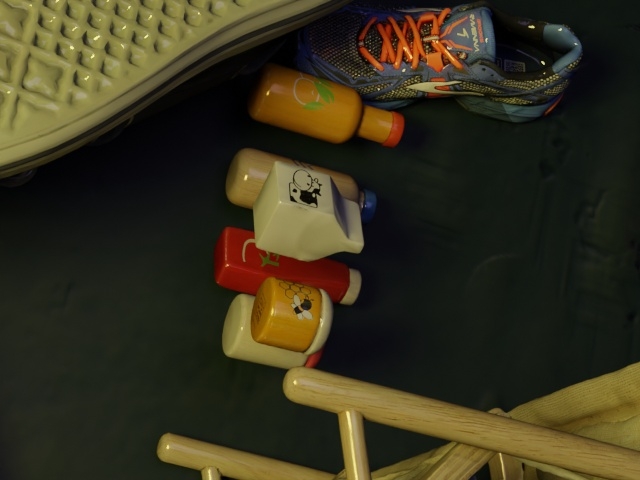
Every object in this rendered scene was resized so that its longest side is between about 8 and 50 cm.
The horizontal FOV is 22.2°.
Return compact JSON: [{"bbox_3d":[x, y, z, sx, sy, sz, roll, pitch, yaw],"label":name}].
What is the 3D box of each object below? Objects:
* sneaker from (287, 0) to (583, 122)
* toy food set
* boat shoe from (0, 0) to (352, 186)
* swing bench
[{"bbox_3d":[0.083,-0.135,1.124,0.221,0.087,0.083,0,73,-22],"label":"sneaker"},{"bbox_3d":[0.000,0.000,1.026,0.104,0.111,0.232,14,38,-18],"label":"toy food set"},{"bbox_3d":[-0.166,-0.128,0.936,0.500,0.156,0.187,-25,84,-38],"label":"boat shoe"},{"bbox_3d":[0.067,0.163,0.932,0.254,0.253,0.165,-2,75,-22],"label":"swing bench"}]
